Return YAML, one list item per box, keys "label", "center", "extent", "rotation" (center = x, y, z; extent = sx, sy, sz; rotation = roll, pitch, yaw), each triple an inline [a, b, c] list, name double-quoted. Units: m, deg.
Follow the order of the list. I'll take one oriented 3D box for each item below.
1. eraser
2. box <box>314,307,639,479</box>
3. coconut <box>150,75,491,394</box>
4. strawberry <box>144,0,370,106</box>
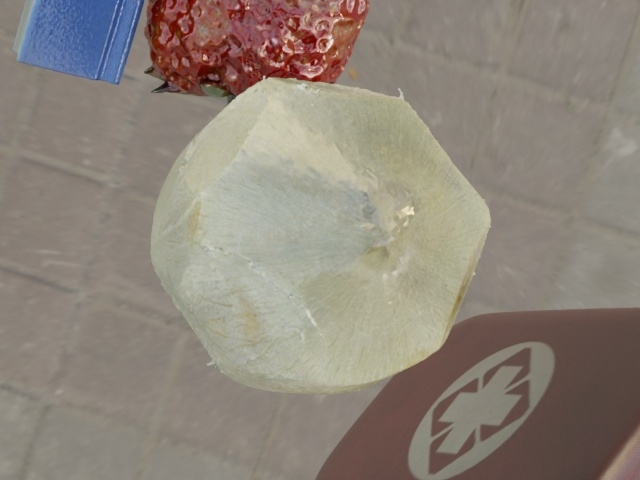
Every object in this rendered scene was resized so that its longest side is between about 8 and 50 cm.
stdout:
- label: "eraser"
  center: [-0.135, -0.137, 1.050]
  extent: [0.063, 0.027, 0.084]
  rotation: [12, 109, -21]
- label: "box"
  center: [0.144, 0.157, 1.300]
  extent: [0.108, 0.404, 0.263]
  rotation: [47, 68, -17]
- label: "coconut"
  center: [-0.001, -0.003, 0.903]
  extent: [0.161, 0.162, 0.161]
  rotation: [4, 76, -18]
- label: "strawberry"
  center: [-0.035, -0.144, 1.073]
  extent: [0.131, 0.131, 0.148]
  rotation: [28, 134, 4]
